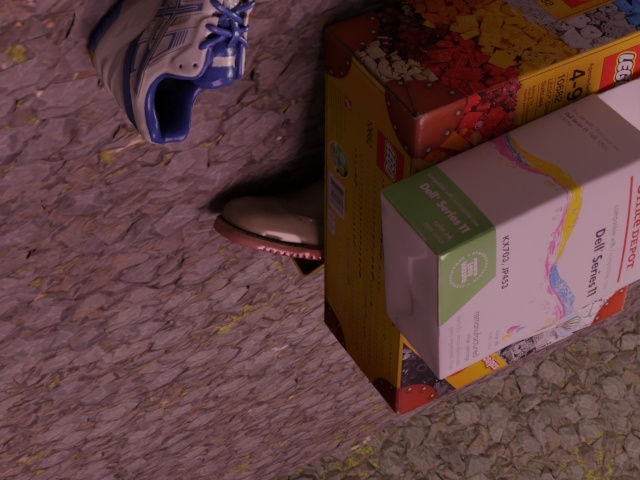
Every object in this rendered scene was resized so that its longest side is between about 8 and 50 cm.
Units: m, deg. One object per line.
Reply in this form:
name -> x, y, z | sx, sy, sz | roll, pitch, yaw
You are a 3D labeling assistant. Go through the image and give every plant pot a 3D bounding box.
plant pot -> 0.000, 0.000, 1.952 | 0.081, 0.081, 0.083 | -35, 169, 14

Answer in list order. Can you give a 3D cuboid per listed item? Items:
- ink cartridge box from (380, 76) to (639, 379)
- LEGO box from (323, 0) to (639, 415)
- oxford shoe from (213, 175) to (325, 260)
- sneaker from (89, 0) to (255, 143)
ink cartridge box -> 0.246, -0.019, 1.483 | 0.353, 0.119, 0.207 | -25, 139, -18
LEGO box -> 0.208, -0.071, 1.657 | 0.372, 0.193, 0.500 | -23, 140, -20
oxford shoe -> 0.038, -0.066, 1.819 | 0.397, 0.140, 0.146 | -8, 117, -35
sneaker -> -0.092, -0.206, 1.211 | 0.112, 0.131, 0.296 | -9, 151, -42
